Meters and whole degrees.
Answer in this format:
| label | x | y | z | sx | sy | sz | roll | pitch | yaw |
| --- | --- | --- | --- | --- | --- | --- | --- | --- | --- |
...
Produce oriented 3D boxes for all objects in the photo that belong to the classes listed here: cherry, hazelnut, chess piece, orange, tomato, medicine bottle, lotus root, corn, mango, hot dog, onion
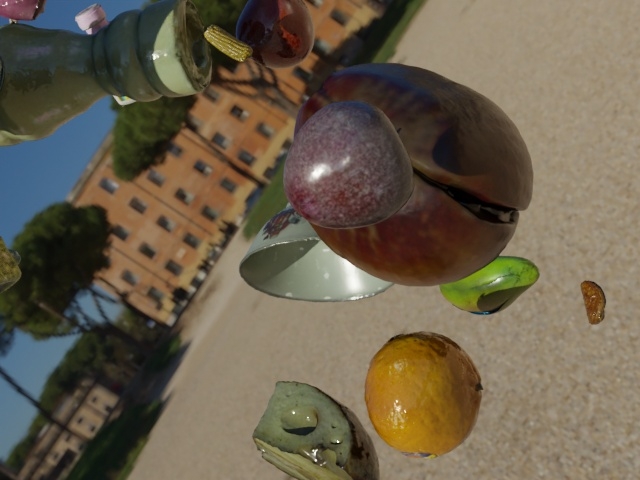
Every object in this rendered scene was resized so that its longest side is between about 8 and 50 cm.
| label | x | y | z | sx | sy | sz | roll | pitch | yaw |
| --- | --- | --- | --- | --- | --- | --- | --- | --- | --- |
| cherry | 0.035 | -0.096 | 1.229 | 0.176 | 0.176 | 0.140 | -56 | 22 | 0 |
| hazelnut | 0.142 | -0.107 | 1.645 | 0.402 | 0.429 | 0.402 | -41 | -21 | -20 |
| chess piece | -0.434 | -0.323 | 1.777 | 0.442 | 0.234 | 0.234 | -8 | 21 | 14 |
| orange | 0.178 | 0.264 | 1.625 | 0.193 | 0.219 | 0.219 | -24 | 26 | 43 |
| tomato | -0.090 | -0.417 | 1.867 | 0.167 | 0.167 | 0.167 | -56 | 4 | 7 |
| medicine bottle | -0.448 | -0.408 | 2.063 | 0.115 | 0.219 | 0.078 | -16 | 30 | 30 |
| lotus root | 0.006 | 0.386 | 1.804 | 0.142 | 0.314 | 0.210 | -51 | -42 | -24 |
| corn | -0.165 | -0.352 | 1.686 | 0.037 | 0.092 | 0.037 | -49 | 19 | 24 |
| mango | 0.331 | 0.085 | 1.853 | 0.232 | 0.125 | 0.111 | -14 | 61 | 47 |
| hot dog | 0.496 | 0.112 | 1.711 | 0.058 | 0.035 | 0.083 | 68 | -167 | -61 |
| onion | -0.666 | -0.574 | 2.031 | 0.207 | 0.200 | 0.200 | -68 | 9 | -23 |

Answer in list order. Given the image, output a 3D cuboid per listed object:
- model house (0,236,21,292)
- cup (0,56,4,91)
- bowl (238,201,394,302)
| label | x | y | z | sx | sy | sz | roll | pitch | yaw |
| --- | --- | --- | --- | --- | --- | --- | --- | --- | --- |
| model house | -0.704 | 0.030 | 1.707 | 0.215 | 0.237 | 0.303 | -32 | -1 | 34 |
| cup | -0.739 | -0.260 | 1.436 | 0.310 | 0.392 | 0.401 | 1 | 58 | 33 |
| bowl | 0.000 | 0.000 | 1.955 | 0.337 | 0.337 | 0.158 | 131 | 143 | -59 |
